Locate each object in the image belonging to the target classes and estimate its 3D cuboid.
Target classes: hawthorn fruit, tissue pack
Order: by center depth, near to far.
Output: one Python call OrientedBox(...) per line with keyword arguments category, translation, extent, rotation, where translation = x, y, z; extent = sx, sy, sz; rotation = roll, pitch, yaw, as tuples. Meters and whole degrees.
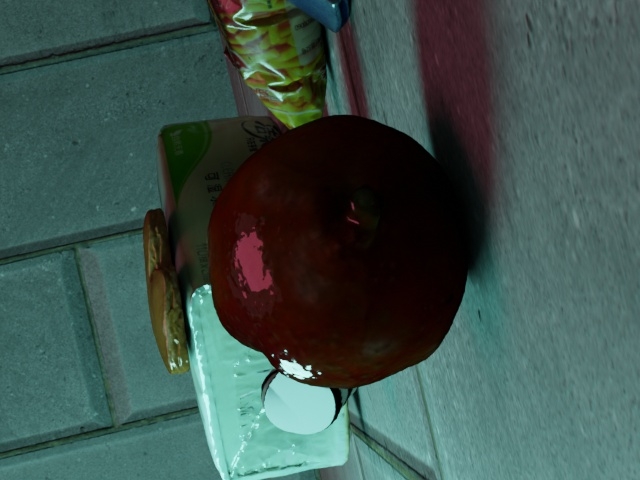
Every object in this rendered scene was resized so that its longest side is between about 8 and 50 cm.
OrientedBox(category="hawthorn fruit", translation=(0.010, 0.001, 0.850), extent=(0.188, 0.169, 0.169), rotation=(86, 170, -68))
OrientedBox(category="tissue pack", translation=(-0.093, 0.068, 1.925), extent=(0.405, 0.205, 0.332), rotation=(-108, 12, -55))

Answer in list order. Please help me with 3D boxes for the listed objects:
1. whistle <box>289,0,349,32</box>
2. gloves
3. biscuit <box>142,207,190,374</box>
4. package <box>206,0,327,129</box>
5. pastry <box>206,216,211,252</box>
OrientedBox(category="whistle", translation=(-0.024, -0.246, 1.146), extent=(0.158, 0.090, 0.090), rotation=(35, 163, 12))
OrientedBox(category="gloves", translation=(0.004, 0.100, 1.519), extent=(0.219, 0.131, 0.140), rotation=(-59, -35, -50))
OrientedBox(category="biscuit", translation=(-0.194, 0.060, 1.765), extent=(0.192, 0.036, 0.186), rotation=(-139, 43, -74))
OrientedBox(category="package", translation=(-0.058, -0.238, 1.350), extent=(0.223, 0.108, 0.288), rotation=(-115, 4, -45))
OrientedBox(category="pastry", translation=(-0.021, -0.003, 1.247), extent=(0.156, 0.156, 0.092), rotation=(83, 178, -52))
